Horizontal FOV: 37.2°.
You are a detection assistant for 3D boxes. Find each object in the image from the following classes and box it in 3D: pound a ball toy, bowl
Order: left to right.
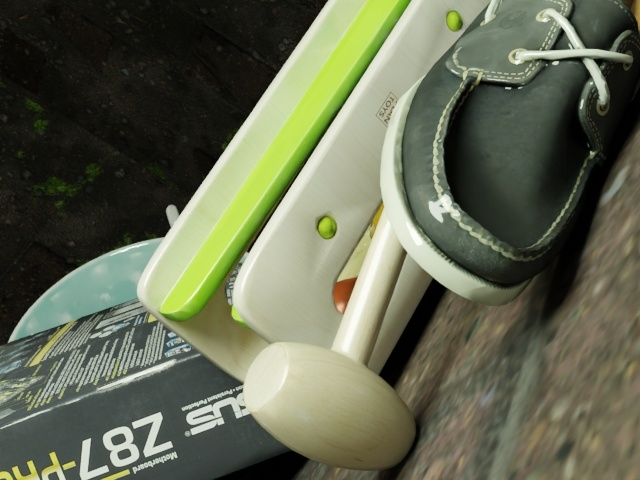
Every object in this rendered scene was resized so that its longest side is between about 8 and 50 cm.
[{"bbox_3d":[-0.187,0.152,1.105,0.312,0.311,0.163,-61,-35,-42],"label":"bowl"},{"bbox_3d":[0.043,-0.019,0.528,0.208,0.135,0.319,-2,52,55],"label":"pound a ball toy"}]

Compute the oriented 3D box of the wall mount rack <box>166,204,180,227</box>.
[{"bbox_3d":[-0.205,0.138,1.419,0.350,0.130,0.304,74,-145,-63],"label":"wall mount rack"}]

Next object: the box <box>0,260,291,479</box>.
[{"bbox_3d":[-0.176,0.122,0.784,0.318,0.097,0.395,-18,7,-5],"label":"box"}]

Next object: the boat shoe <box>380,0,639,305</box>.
[{"bbox_3d":[0.089,-0.068,0.391,0.233,0.084,0.079,-57,1,-44],"label":"boat shoe"}]
